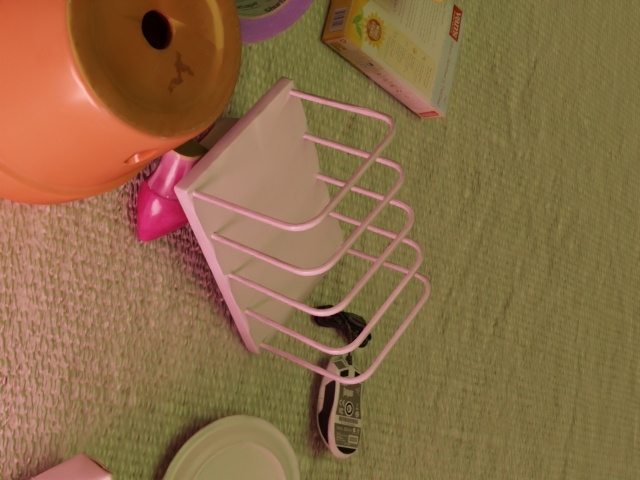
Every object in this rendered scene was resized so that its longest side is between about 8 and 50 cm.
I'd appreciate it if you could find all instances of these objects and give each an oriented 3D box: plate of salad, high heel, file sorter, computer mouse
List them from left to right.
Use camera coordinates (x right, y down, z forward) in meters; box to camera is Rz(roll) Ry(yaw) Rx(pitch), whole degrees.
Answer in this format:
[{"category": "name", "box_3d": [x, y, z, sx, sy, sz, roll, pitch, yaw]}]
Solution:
[{"category": "high heel", "box_3d": [-0.118, -0.069, 1.173, 0.117, 0.082, 0.244, -62, 165, 25]}, {"category": "plate of salad", "box_3d": [-0.108, 0.298, 1.173, 0.199, 0.048, 0.200, -4, 96, -38]}, {"category": "file sorter", "box_3d": [0.000, 0.000, 1.137, 0.193, 0.173, 0.278, -49, 142, -28]}, {"category": "computer mouse", "box_3d": [0.022, 0.186, 1.323, 0.106, 0.042, 0.193, 25, 65, -49]}]

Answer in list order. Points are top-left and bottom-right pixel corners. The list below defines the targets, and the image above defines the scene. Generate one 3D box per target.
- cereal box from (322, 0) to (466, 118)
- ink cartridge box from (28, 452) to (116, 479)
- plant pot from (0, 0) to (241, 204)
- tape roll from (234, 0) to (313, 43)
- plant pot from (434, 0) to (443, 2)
[{"category": "cereal box", "box_3d": [0.110, -0.298, 1.424, 0.240, 0.047, 0.173, 31, 66, -43]}, {"category": "ink cartridge box", "box_3d": [-0.242, 0.338, 0.964, 0.158, 0.092, 0.218, -25, 107, -27]}, {"category": "plant pot", "box_3d": [-0.212, -0.184, 0.954, 0.290, 0.203, 0.291, 3, 86, -47]}, {"category": "tape roll", "box_3d": [-0.085, -0.319, 1.122, 0.189, 0.080, 0.189, -24, 136, -26]}, {"category": "plant pot", "box_3d": [0.123, -0.477, 1.278, 0.228, 0.227, 0.207, 21, 40, -35]}]
